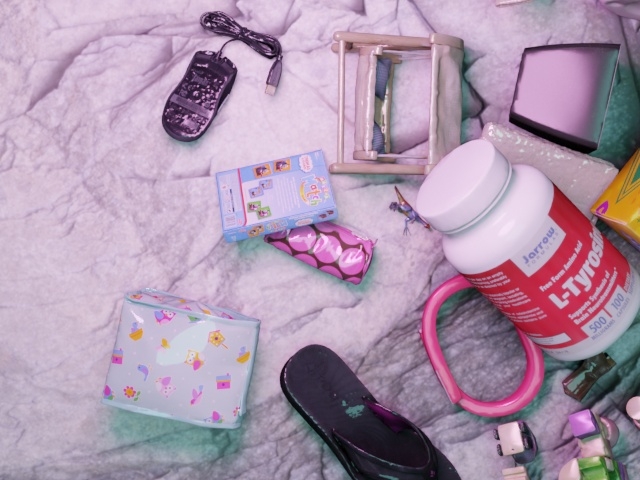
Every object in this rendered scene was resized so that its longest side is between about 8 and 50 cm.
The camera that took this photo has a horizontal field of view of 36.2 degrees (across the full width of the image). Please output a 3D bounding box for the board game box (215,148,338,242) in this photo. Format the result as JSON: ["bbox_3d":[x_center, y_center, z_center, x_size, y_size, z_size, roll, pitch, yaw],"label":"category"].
[{"bbox_3d":[-0.084,-0.085,1.830,0.211,0.160,0.039,-13,138,1],"label":"board game box"}]

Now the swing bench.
[{"bbox_3d":[0.146,-0.247,1.808,0.254,0.165,0.253,1,94,-1],"label":"swing bench"}]

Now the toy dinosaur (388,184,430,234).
[{"bbox_3d":[0.177,-0.054,1.886,0.082,0.047,0.090,14,83,-20],"label":"toy dinosaur"}]

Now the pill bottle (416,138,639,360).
[{"bbox_3d":[0.367,0.015,1.741,0.407,0.229,0.229,41,93,-22],"label":"pill bottle"}]

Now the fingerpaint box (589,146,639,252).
[{"bbox_3d":[0.792,-0.053,1.795,0.445,0.163,0.371,38,93,-14],"label":"fingerpaint box"}]

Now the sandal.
[{"bbox_3d":[0.105,0.377,1.851,0.446,0.107,0.167,43,62,-3],"label":"sandal"}]

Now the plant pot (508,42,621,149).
[{"bbox_3d":[0.442,-0.272,1.811,0.167,0.188,0.188,13,94,10],"label":"plant pot"}]

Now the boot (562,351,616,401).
[{"bbox_3d":[0.505,0.246,1.914,0.106,0.037,0.114,45,97,-1],"label":"boot"}]

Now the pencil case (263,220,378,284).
[{"bbox_3d":[0.000,0.000,1.862,0.209,0.095,0.098,23,124,-3],"label":"pencil case"}]

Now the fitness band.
[{"bbox_3d":[0.313,0.204,1.901,0.209,0.054,0.291,-24,95,-2],"label":"fitness band"}]

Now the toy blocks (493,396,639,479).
[{"bbox_3d":[0.538,0.468,1.859,0.309,0.260,0.289,-19,64,24],"label":"toy blocks"}]

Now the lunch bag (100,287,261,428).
[{"bbox_3d":[-0.251,0.223,1.841,0.262,0.160,0.223,13,93,4],"label":"lunch bag"}]

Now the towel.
[{"bbox_3d":[0.405,-0.101,1.852,0.282,0.049,0.187,19,109,-9],"label":"towel"}]

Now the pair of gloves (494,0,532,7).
[{"bbox_3d":[0.410,-0.525,1.756,0.240,0.042,0.204,-14,68,14],"label":"pair of gloves"}]

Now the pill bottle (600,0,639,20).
[{"bbox_3d":[0.651,-0.604,1.759,0.224,0.224,0.392,10,94,-1],"label":"pill bottle"}]

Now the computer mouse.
[{"bbox_3d":[-0.178,-0.289,1.856,0.184,0.060,0.262,20,82,2],"label":"computer mouse"}]
